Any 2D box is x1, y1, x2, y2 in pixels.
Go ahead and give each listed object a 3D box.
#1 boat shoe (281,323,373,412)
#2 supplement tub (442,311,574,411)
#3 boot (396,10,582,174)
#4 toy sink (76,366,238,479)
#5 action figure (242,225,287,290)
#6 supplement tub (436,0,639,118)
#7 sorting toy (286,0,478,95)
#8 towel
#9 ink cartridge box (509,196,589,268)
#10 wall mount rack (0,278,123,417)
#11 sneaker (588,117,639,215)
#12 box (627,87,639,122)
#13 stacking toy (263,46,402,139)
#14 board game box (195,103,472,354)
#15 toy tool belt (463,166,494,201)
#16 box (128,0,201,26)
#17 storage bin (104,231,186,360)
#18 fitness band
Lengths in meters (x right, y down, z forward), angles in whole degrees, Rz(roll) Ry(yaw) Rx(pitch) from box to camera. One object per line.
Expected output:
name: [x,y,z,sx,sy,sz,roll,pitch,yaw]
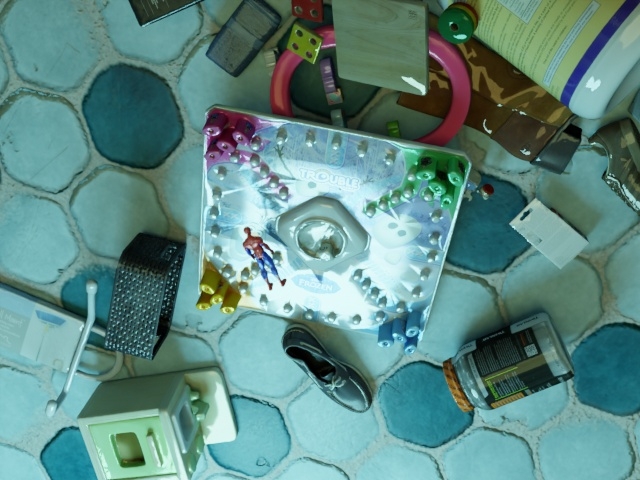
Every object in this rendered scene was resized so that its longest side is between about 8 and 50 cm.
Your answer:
boat shoe: [0.009,0.232,1.484,0.075,0.065,0.206,-40,102,19]
supplement tub: [0.303,0.202,1.408,0.190,0.117,0.117,-25,106,15]
boot: [0.282,-0.265,1.265,0.280,0.096,0.264,27,119,5]
toy sink: [-0.282,0.332,1.524,0.234,0.131,0.153,-8,110,10]
action figure: [-0.090,0.025,1.328,0.038,0.030,0.115,-15,124,18]
supplement tub: [0.293,-0.339,1.093,0.331,0.241,0.241,43,112,14]
sorting toy: [0.079,-0.273,1.151,0.274,0.046,0.132,16,137,24]
towel: [-0.116,-0.309,1.309,0.067,0.029,0.119,39,110,-8]
ink cartridge box: [0.358,-0.015,1.364,0.115,0.029,0.063,40,111,-7]
wall mount rack: [-0.502,0.132,1.475,0.350,0.130,0.304,23,112,-3]
sneaker: [0.468,-0.092,1.312,0.071,0.066,0.188,-18,103,31]
box: [0.516,-0.201,1.240,0.101,0.087,0.102,22,112,-2]
stacking toy: [0.023,-0.212,1.318,0.167,0.052,0.221,-12,110,12]
board game box: [0.000,0.000,1.341,0.390,0.050,0.390,12,130,3]
toy tool belt: [0.224,-0.088,1.348,0.083,0.052,0.051,36,142,-4]
box: [-0.219,-0.463,1.224,0.184,0.103,0.261,-19,107,17]
storage bin: [-0.290,0.092,1.436,0.084,0.122,0.180,15,112,1]
fitness band: [0.072,-0.210,1.258,0.291,0.054,0.209,1,113,8]
